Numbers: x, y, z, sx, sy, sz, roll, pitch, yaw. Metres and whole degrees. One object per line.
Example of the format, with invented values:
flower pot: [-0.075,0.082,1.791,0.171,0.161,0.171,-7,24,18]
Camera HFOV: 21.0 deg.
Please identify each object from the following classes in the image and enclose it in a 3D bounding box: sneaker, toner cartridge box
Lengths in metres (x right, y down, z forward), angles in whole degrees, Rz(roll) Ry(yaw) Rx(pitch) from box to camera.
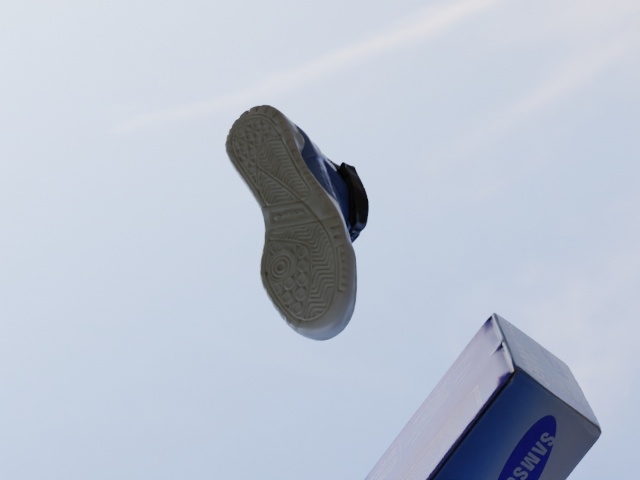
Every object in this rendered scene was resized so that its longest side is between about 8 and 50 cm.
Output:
sneaker: [0.001,-0.001,0.952,0.058,0.084,0.152,-36,-128,16]
toner cartridge box: [0.051,0.223,1.193,0.075,0.348,0.165,35,-171,-7]
